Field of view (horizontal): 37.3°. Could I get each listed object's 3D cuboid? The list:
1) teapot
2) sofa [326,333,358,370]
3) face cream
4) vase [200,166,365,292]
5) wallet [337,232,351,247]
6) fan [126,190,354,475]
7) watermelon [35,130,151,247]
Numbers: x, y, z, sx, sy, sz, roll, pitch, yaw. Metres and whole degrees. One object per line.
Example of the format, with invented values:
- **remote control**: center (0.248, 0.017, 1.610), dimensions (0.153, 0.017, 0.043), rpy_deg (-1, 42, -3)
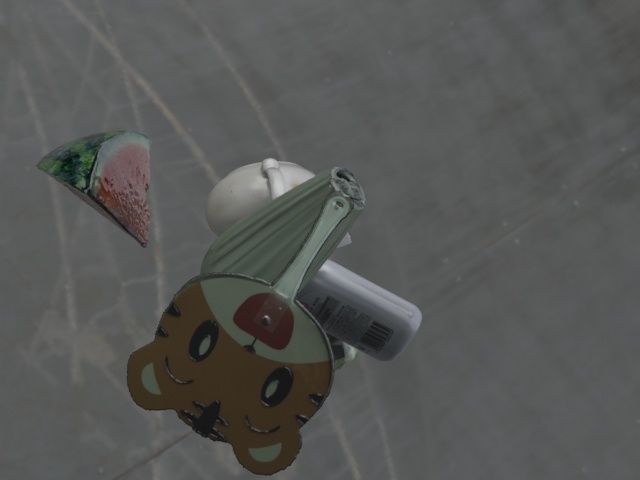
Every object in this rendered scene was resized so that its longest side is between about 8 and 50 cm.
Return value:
- **teapot**: center (-0.081, -0.044, 1.508), dimensions (0.298, 0.205, 0.139), rpy_deg (96, -11, -73)
- **sofa**: center (-0.058, 0.160, 1.833), dimensions (0.176, 0.226, 0.210), rpy_deg (-95, 161, -71)
- **face cream**: center (0.009, 0.089, 1.486), dimensions (0.291, 0.144, 0.071), rpy_deg (27, 50, -2)
- **vase**: center (-0.045, 0.002, 1.233), dimensions (0.128, 0.248, 0.128), rpy_deg (37, 29, -24)
- **wallet**: center (0.000, 0.000, 1.335), dimensions (0.011, 0.083, 0.044), rpy_deg (-107, 180, -49)
- **fan**: center (-0.042, 0.059, 0.726), dimensions (0.153, 0.226, 0.008), rpy_deg (32, 6, 6)
- **watermelon**: center (-0.306, -0.091, 1.409), dimensions (0.202, 0.136, 0.207), rpy_deg (34, 8, -22)
